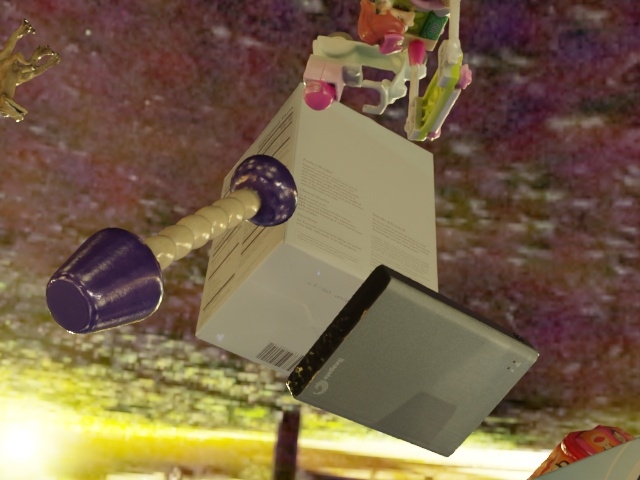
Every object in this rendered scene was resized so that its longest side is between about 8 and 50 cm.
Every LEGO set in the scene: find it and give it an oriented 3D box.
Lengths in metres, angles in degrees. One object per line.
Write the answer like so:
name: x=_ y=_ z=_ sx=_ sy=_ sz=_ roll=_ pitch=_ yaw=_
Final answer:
LEGO set: x=0.027 y=-0.143 z=0.538 sx=0.132 sy=0.107 sz=0.287 roll=0 pitch=155 yaw=13

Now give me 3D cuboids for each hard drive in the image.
hard drive: x=0.058 y=0.077 z=0.619 sx=0.135 sy=0.022 sz=0.094 roll=27 pitch=109 yaw=-34

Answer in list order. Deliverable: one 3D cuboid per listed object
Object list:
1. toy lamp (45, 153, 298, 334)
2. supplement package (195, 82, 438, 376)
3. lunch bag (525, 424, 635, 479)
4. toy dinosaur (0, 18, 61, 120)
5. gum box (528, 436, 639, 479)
toy lamp: x=-0.115 y=0.000 z=0.840 sx=0.080 sy=0.080 sz=0.274 roll=-7 pitch=-163 yaw=35
supplement package: x=0.000 y=0.000 z=1.193 sx=0.199 sy=0.263 sz=0.198 roll=26 pitch=132 yaw=-21
lunch bag: x=0.354 y=0.319 z=1.072 sx=0.258 sy=0.120 sz=0.293 roll=44 pitch=-166 yaw=26
toy dinosaur: x=-0.313 y=-0.173 z=1.011 sx=0.053 sy=0.092 sz=0.183 roll=52 pitch=172 yaw=-32
gum box: x=0.177 y=0.148 z=0.413 sx=0.184 sy=0.157 sz=0.041 roll=-29 pitch=139 yaw=25
